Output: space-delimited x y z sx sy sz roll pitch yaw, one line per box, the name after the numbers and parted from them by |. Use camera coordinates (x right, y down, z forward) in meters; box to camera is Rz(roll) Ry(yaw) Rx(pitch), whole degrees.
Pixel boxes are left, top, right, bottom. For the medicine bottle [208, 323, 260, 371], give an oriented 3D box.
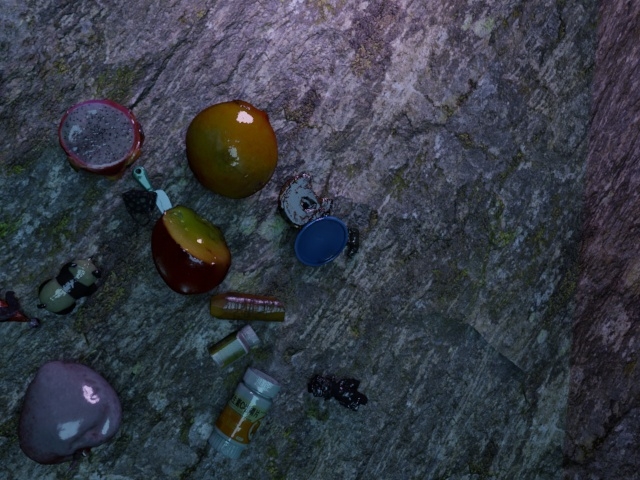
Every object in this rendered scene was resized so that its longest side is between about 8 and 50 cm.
-0.339 0.416 1.878 0.188 0.132 0.088 -33 97 -15 | medicine bottle

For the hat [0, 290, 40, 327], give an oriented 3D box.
-1.102 0.259 1.671 0.227 0.140 0.129 28 92 -27 | hat

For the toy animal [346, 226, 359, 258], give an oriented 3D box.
0.139 0.013 2.063 0.064 0.047 0.136 5 83 -24 | toy animal

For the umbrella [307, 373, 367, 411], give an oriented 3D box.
0.080 0.635 2.016 0.272 0.122 0.110 23 127 -19 | umbrella

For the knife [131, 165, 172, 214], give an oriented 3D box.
-0.634 -0.175 1.852 0.063 0.034 0.261 -37 104 -14 | knife

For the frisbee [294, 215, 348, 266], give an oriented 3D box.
0.000 0.000 1.983 0.241 0.045 0.242 -15 127 -20 | frisbee

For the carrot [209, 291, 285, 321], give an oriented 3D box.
-0.289 0.266 1.904 0.301 0.114 0.114 6 88 -19 | carrot

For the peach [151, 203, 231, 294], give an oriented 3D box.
-0.482 0.027 1.776 0.280 0.281 0.339 -11 93 -16 | peach

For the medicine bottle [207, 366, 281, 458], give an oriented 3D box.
-0.298 0.673 1.875 0.158 0.158 0.318 33 82 -13 | medicine bottle

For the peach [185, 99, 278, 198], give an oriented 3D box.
-0.329 -0.347 1.799 0.372 0.290 0.374 -1 88 17 | peach

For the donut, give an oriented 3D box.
-0.070 -0.151 1.978 0.230 0.096 0.216 36 83 -14 | donut

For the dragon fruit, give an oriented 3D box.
-0.788 -0.363 1.735 0.290 0.189 0.291 3 81 -16 | dragon fruit

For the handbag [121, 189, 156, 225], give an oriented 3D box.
-0.681 -0.121 1.815 0.115 0.072 0.139 4 113 3 | handbag

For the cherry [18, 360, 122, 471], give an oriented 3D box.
-0.853 0.592 1.650 0.325 0.291 0.336 3 74 1 | cherry

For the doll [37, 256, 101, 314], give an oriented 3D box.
-0.899 0.163 1.720 0.234 0.135 0.144 -44 103 -16 | doll
